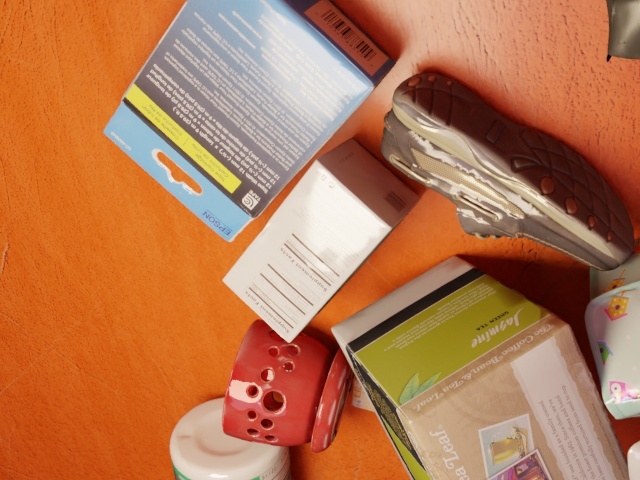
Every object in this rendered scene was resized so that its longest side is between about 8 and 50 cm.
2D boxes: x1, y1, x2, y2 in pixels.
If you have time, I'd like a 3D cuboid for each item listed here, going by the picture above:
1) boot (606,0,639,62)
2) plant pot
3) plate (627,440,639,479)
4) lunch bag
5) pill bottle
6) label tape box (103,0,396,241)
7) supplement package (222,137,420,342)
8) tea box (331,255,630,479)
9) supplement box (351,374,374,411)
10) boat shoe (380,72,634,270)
[{"bbox_3d":[0.410,-0.262,0.902,0.197,0.077,0.137,11,128,31],"label":"boot"},{"bbox_3d":[-0.047,0.238,1.305,0.174,0.191,0.191,16,124,10],"label":"plant pot"},{"bbox_3d":[0.498,0.283,0.972,0.278,0.045,0.277,-25,123,-9],"label":"plate"},{"bbox_3d":[0.441,0.090,0.974,0.223,0.262,0.160,-24,108,32],"label":"lunch bag"},{"bbox_3d":[-0.145,0.477,1.479,0.204,0.204,0.361,6,121,19],"label":"pill bottle"},{"bbox_3d":[-0.106,-0.194,1.121,0.249,0.115,0.347,42,128,-5],"label":"label tape box"},{"bbox_3d":[0.000,0.000,1.154,0.134,0.139,0.244,42,121,4],"label":"supplement package"},{"bbox_3d":[0.212,0.241,1.087,0.220,0.323,0.329,-30,110,-6],"label":"tea box"},{"bbox_3d":[0.103,0.249,1.344,0.098,0.036,0.062,13,124,14],"label":"supplement box"},{"bbox_3d":[0.233,-0.073,1.060,0.355,0.132,0.130,38,136,8],"label":"boat shoe"}]
